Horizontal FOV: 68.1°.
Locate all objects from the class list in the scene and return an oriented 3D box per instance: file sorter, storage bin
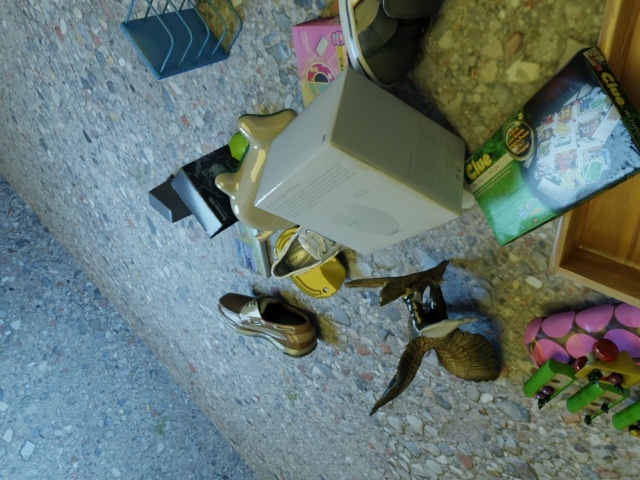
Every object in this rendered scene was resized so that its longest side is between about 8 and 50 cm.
[{"bbox_3d":[-0.249,-0.393,0.869,0.118,0.170,0.104,55,140,-3],"label":"file sorter"},{"bbox_3d":[-0.423,-0.117,1.353,0.135,0.091,0.098,36,141,21],"label":"storage bin"}]

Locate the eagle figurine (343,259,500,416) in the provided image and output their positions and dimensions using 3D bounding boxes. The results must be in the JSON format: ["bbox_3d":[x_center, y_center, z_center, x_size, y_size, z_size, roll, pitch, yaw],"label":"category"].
[{"bbox_3d":[0.194,0.191,0.863,0.226,0.225,0.298,2,110,35],"label":"eagle figurine"}]

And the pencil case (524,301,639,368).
[{"bbox_3d":[0.403,0.140,0.664,0.209,0.095,0.098,-32,63,54],"label":"pencil case"}]

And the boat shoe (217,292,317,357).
[{"bbox_3d":[-0.146,0.202,1.306,0.324,0.122,0.120,18,127,28],"label":"boat shoe"}]

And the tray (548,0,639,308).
[{"bbox_3d":[0.382,-0.105,0.481,0.203,0.076,0.411,28,139,40],"label":"tray"}]

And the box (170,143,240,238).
[{"bbox_3d":[-0.223,-0.116,1.078,0.156,0.158,0.093,54,144,-3],"label":"box"}]

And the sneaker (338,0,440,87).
[{"bbox_3d":[0.100,-0.340,0.565,0.127,0.126,0.321,26,135,40],"label":"sneaker"}]

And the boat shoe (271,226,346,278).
[{"bbox_3d":[0.000,0.000,0.937,0.098,0.096,0.277,48,126,4],"label":"boat shoe"}]

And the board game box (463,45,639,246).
[{"bbox_3d":[0.268,-0.094,0.578,0.136,0.030,0.259,65,162,12],"label":"board game box"}]

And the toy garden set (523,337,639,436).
[{"bbox_3d":[0.431,0.226,0.641,0.244,0.049,0.204,18,146,13],"label":"toy garden set"}]

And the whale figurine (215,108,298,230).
[{"bbox_3d":[-0.094,-0.143,0.902,0.272,0.216,0.141,88,170,-49],"label":"whale figurine"}]

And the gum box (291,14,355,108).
[{"bbox_3d":[0.025,-0.264,0.763,0.107,0.062,0.188,18,132,38],"label":"gum box"}]

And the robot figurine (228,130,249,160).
[{"bbox_3d":[-0.145,-0.202,0.998,0.115,0.067,0.101,0,110,47],"label":"robot figurine"}]

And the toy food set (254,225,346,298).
[{"bbox_3d":[-0.029,0.027,1.072,0.218,0.071,0.128,48,120,3],"label":"toy food set"}]

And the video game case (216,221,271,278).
[{"bbox_3d":[-0.219,-0.014,1.272,0.193,0.023,0.212,22,133,35],"label":"video game case"}]

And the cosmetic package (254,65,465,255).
[{"bbox_3d":[0.056,-0.102,0.719,0.225,0.138,0.224,23,153,-26],"label":"cosmetic package"}]
